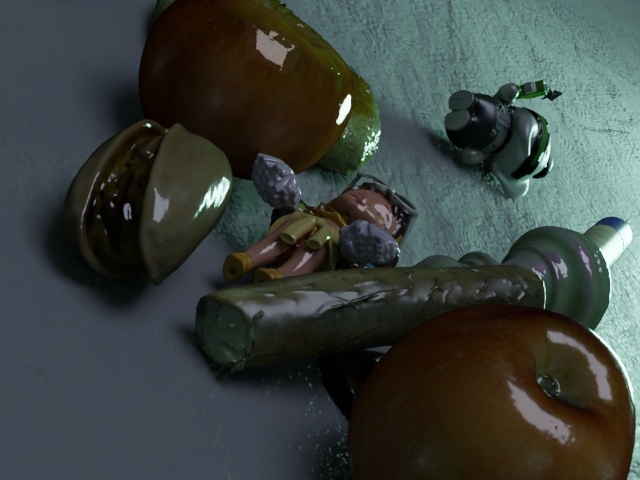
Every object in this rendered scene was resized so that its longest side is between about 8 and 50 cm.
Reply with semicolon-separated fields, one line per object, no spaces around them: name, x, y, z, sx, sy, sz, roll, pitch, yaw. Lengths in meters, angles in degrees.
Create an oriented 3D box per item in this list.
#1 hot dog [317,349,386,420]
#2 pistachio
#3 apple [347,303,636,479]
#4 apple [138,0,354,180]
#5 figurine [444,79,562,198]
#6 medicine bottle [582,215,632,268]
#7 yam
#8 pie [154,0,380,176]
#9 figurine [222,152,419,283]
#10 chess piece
hot dog;0.168;0.170;1.633;0.326;0.107;0.194;17;34;-42
pistachio;-0.151;-0.031;1.495;0.129;0.131;0.206;-1;26;15
apple;0.151;0.165;1.428;0.253;0.253;0.253;33;25;-18
apple;-0.078;-0.150;1.723;0.235;0.173;0.210;25;12;-39
figurine;0.246;-0.138;2.271;0.192;0.126;0.147;28;62;-41
medicine bottle;0.359;0.017;2.239;0.059;0.059;0.231;45;24;8
yam;0.057;0.063;1.566;0.371;0.083;0.083;-6;49;-36
pie;-0.058;-0.202;1.977;0.323;0.070;0.323;33;24;-16
figurine;0.001;0.000;1.653;0.174;0.116;0.240;34;18;22
chess piece;0.182;0.050;1.865;0.271;0.139;0.139;2;44;-40
